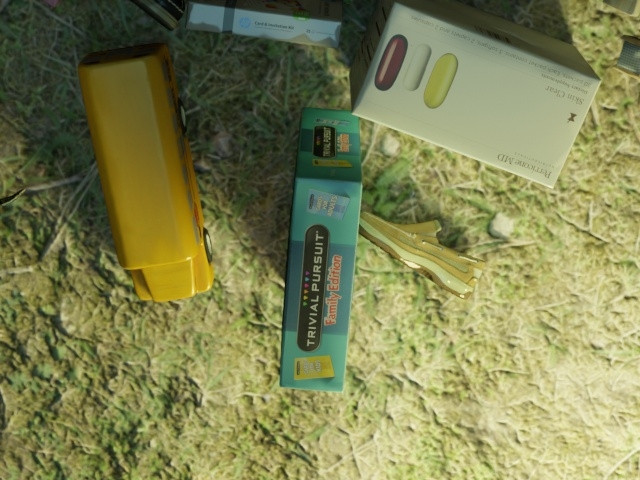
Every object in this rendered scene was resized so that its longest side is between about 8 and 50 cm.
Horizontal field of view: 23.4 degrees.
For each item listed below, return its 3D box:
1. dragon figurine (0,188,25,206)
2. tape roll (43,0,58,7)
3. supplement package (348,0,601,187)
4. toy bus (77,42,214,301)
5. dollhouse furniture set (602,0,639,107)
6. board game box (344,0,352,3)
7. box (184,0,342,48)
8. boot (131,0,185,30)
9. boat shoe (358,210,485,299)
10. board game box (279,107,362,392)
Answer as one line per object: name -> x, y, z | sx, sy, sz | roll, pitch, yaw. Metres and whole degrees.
dragon figurine -> -0.535, -0.052, 1.973 | 0.289, 0.144, 0.085 | 15, 108, -4
tape roll -> -0.270, -0.407, 1.784 | 0.090, 0.275, 0.275 | 32, 106, -10
supplement package -> 0.180, -0.197, 1.886 | 0.262, 0.204, 0.145 | 19, 108, -6
toy bus -> -0.217, -0.079, 1.968 | 0.108, 0.130, 0.332 | -8, 108, 4
dollhouse furniture set -> 0.313, -0.328, 1.793 | 0.198, 0.303, 0.286 | -6, 120, -41
board game box -> 0.098, -0.419, 1.905 | 0.259, 0.039, 0.124 | -37, 105, 9
box -> -0.067, -0.277, 1.893 | 0.186, 0.145, 0.038 | 8, 109, -1
boot -> -0.164, -0.356, 1.829 | 0.178, 0.236, 0.085 | -46, 119, 9
boat shoe -> 0.131, 0.002, 2.033 | 0.190, 0.068, 0.072 | 31, 94, -19
board game box -> 0.000, 0.000, 1.884 | 0.079, 0.336, 0.253 | 4, 108, -1
